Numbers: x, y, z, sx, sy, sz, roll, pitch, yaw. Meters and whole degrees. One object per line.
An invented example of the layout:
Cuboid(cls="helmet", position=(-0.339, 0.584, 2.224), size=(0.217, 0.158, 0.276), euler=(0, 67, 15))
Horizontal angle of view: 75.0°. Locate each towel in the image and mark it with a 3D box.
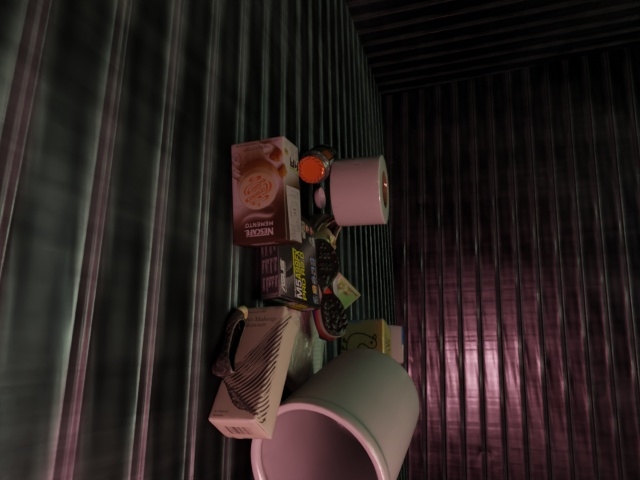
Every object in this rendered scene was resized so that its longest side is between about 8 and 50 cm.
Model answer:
Cuboid(cls="towel", position=(-0.053, 0.290, 1.275), size=(0.332, 0.053, 0.317), euler=(-79, 155, -44))

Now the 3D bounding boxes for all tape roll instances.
Cuboid(cls="tape roll", position=(0.146, -0.174, 1.478), size=(0.246, 0.169, 0.246), euler=(-2, 90, -74))

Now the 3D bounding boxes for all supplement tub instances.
Cuboid(cls="supplement tub", position=(-0.010, -0.269, 1.470), size=(0.190, 0.117, 0.117), euler=(-54, 135, -63))

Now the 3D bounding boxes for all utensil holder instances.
Cuboid(cls="utensil holder", position=(0.062, 0.484, 1.062), size=(0.385, 0.328, 0.327), euler=(-15, 99, -65))

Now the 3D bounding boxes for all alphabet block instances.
Cuboid(cls="alphabet block", position=(0.196, 0.456, 1.771), size=(0.193, 0.192, 0.197), euler=(52, 35, -55))

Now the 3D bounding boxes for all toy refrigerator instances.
Cuboid(cls="toy refrigerator", position=(0.055, 0.173, 1.505), size=(0.094, 0.102, 0.269), euler=(48, 0, 29))

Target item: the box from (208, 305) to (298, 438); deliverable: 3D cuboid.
Cuboid(cls="box", position=(-0.138, 0.282, 0.922), size=(0.275, 0.113, 0.094), euler=(-79, 155, -45))

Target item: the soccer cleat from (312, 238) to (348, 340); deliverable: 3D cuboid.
Cuboid(cls="soccer cleat", position=(0.005, 0.150, 1.289), size=(0.116, 0.109, 0.318), euler=(133, -48, -55))

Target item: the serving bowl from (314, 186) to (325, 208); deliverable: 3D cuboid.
Cuboid(cls="serving bowl", position=(-0.006, -0.161, 1.593), size=(0.083, 0.027, 0.083), euler=(-6, 90, -71))

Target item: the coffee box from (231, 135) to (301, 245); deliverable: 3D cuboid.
Cuboid(cls="coffee box", position=(-0.130, -0.112, 1.015), size=(0.098, 0.141, 0.246), euler=(19, 66, -71))

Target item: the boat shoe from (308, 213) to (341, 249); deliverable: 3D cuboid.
Cuboid(cls="boat shoe", position=(0.000, 0.000, 1.439), size=(0.302, 0.103, 0.113), euler=(-74, 152, -49))

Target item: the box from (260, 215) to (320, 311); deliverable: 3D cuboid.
Cuboid(cls="box", position=(-0.083, 0.049, 1.153), size=(0.216, 0.060, 0.270), euler=(34, 46, -57))

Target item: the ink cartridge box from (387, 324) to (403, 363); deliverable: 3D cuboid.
Cuboid(cls="ink cartridge box", position=(0.291, 0.512, 1.982), size=(0.232, 0.168, 0.171), euler=(91, 4, -64))

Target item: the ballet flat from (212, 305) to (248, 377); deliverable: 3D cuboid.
Cuboid(cls="ballet flat", position=(-0.183, 0.216, 0.899), size=(0.173, 0.049, 0.057), euler=(-78, 156, -43))
